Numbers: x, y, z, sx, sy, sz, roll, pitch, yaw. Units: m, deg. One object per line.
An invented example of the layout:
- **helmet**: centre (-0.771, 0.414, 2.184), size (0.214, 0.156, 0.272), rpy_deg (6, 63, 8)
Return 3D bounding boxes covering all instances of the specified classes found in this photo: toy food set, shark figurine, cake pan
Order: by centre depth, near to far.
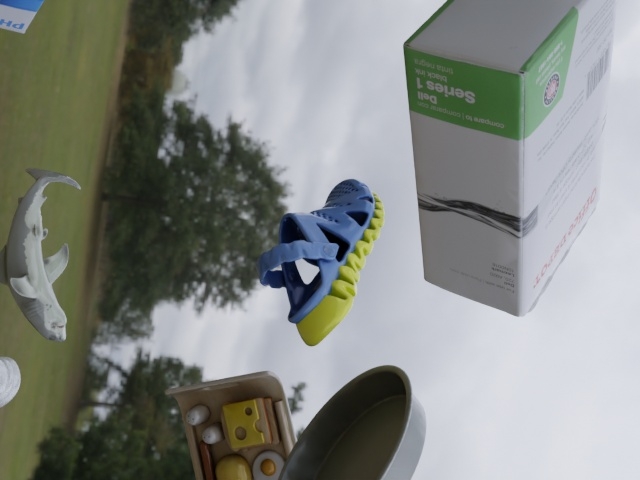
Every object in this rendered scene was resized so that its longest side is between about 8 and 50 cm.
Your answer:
- **cake pan**: centre (0.041, 0.308, 1.273), size (0.293, 0.054, 0.293), rpy_deg (-46, -163, 18)
- **shark figurine**: centre (-0.444, 0.005, 1.346), size (0.166, 0.116, 0.279), rpy_deg (34, 50, -69)
- **toy food set**: centre (-0.154, 0.399, 1.655), size (0.092, 0.219, 0.306), rpy_deg (-5, 81, -70)

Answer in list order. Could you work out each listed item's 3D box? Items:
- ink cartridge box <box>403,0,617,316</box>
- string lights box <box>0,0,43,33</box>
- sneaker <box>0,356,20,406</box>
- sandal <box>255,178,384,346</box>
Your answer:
- **ink cartridge box**: centre (0.143, -0.078, 0.676), size (0.160, 0.092, 0.220), rpy_deg (-47, 144, -35)
- **string lights box**: centre (-0.235, -0.291, 0.736), size (0.259, 0.076, 0.134), rpy_deg (-28, -119, 52)
- **sneaker**: centre (-0.686, 0.287, 1.614), size (0.114, 0.305, 0.152), rpy_deg (60, 10, 21)
- **sandal**: centre (0.000, 0.000, 1.333), size (0.126, 0.138, 0.317), rpy_deg (-43, -165, 35)
